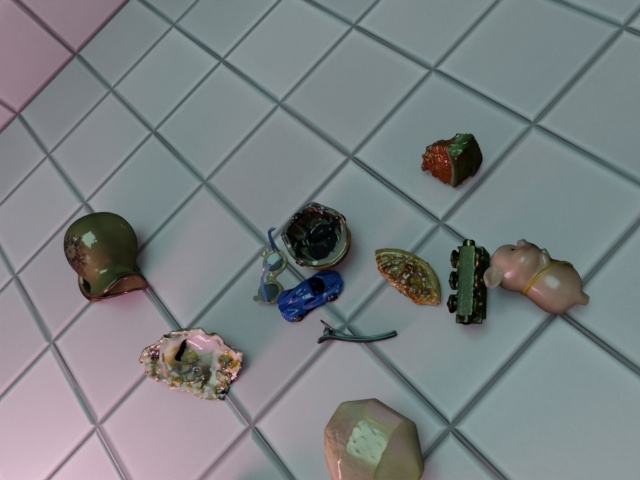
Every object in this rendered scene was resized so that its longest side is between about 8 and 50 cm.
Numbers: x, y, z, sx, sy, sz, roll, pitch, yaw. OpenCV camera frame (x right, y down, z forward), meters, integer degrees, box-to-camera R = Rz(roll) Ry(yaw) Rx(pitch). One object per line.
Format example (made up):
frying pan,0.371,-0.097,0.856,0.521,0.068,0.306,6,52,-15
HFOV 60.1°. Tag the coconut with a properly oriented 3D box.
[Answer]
coconut,0.129,0.511,1.325,0.259,0.259,0.259,-9,64,20

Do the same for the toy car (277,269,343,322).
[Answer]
toy car,-0.033,0.159,1.651,0.216,0.063,0.103,-32,58,8

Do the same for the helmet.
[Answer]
helmet,0.000,0.000,1.671,0.224,0.130,0.198,40,88,24

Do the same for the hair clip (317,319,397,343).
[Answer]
hair clip,0.103,0.268,1.564,0.229,0.039,0.070,2,69,19

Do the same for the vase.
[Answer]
vase,-0.765,0.091,1.935,0.329,0.240,0.302,-40,68,35

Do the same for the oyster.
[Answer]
oyster,-0.391,0.363,1.706,0.354,0.107,0.201,10,92,15

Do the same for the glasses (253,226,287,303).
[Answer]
glasses,-0.136,0.074,1.666,0.088,0.221,0.190,12,61,-8

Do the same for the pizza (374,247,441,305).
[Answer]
pizza,0.246,0.094,1.562,0.127,0.058,0.246,-39,56,3

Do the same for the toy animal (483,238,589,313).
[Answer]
toy animal,0.546,0.090,1.381,0.248,0.165,0.149,23,97,24

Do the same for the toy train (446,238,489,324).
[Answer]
toy train,0.391,0.115,1.446,0.090,0.137,0.226,-2,71,30

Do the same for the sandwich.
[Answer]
sandwich,0.373,-0.248,1.591,0.160,0.185,0.109,34,76,28
